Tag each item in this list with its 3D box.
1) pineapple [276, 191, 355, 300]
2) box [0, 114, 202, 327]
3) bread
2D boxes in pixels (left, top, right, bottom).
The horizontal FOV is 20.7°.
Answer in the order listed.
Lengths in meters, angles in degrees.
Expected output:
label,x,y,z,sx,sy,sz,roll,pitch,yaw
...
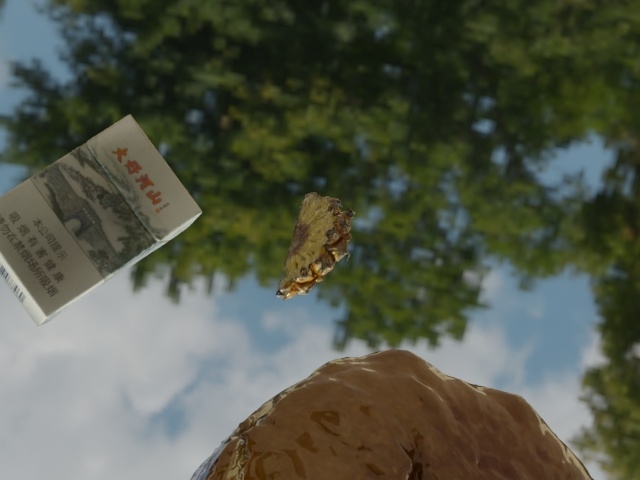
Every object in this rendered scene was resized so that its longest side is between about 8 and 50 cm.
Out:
label,x,y,z,sx,sy,sz,roll,pitch,yaw
pineapple,0.000,0.000,1.125,0.019,0.045,0.083,42,-134,-31
box,-0.099,-0.008,0.736,0.083,0.024,0.054,-36,-94,-24
bread,0.012,0.129,0.836,0.260,0.129,0.134,-22,-98,-48
